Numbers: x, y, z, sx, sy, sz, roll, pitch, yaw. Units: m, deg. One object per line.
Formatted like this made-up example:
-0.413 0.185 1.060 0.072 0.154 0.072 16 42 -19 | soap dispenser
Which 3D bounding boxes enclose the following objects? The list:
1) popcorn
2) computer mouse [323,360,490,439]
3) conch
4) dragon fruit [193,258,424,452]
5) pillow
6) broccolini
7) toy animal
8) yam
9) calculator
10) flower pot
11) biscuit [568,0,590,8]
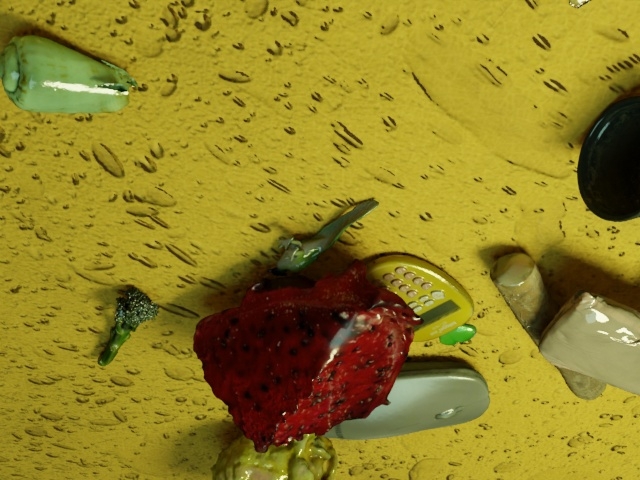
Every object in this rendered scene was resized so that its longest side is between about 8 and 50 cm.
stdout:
-0.084 0.459 1.691 0.259 0.212 0.259 3 145 2 | popcorn
0.133 0.294 1.586 0.331 0.095 0.197 -8 141 10 | computer mouse
-0.311 -0.187 1.088 0.170 0.079 0.106 13 152 -22 | conch
0.011 0.130 1.396 0.286 0.228 0.329 -1 133 -46 | dragon fruit
0.462 0.163 1.339 0.270 0.067 0.173 20 137 -11 | pillow
-0.329 0.157 1.469 0.067 0.058 0.216 19 135 -22 | broccolini
-0.012 0.000 1.296 0.075 0.041 0.217 1 149 -49 | toy animal
0.367 0.136 1.419 0.081 0.081 0.357 -22 133 23 | yam
0.155 0.098 1.413 0.146 0.032 0.235 -31 127 30 | calculator
0.415 -0.093 1.124 0.107 0.157 0.157 9 139 -28 | flower pot
0.279 -0.342 0.941 0.144 0.016 0.203 -29 131 28 | biscuit
